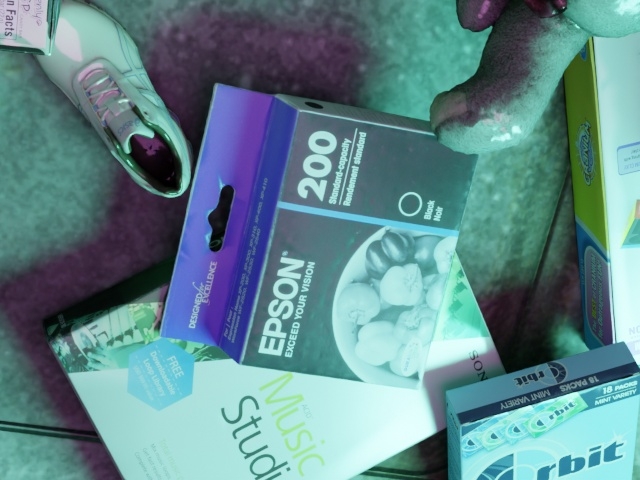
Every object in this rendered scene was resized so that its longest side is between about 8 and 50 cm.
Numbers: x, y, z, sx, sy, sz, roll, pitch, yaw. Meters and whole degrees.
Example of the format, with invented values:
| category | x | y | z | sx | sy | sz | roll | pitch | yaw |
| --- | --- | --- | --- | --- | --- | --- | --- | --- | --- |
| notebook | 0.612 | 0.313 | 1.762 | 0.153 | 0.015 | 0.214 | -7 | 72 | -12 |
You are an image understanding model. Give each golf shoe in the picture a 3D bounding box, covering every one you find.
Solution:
| category | x | y | z | sx | sy | sz | roll | pitch | yaw |
| --- | --- | --- | --- | --- | --- | --- | --- | --- | --- |
| golf shoe | -0.148 | -0.104 | 1.221 | 0.069 | 0.086 | 0.176 | -39 | 113 | 2 |

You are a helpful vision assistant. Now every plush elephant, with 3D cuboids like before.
| category | x | y | z | sx | sy | sz | roll | pitch | yaw |
| --- | --- | --- | --- | --- | --- | --- | --- | --- | --- |
| plush elephant | 0.179 | -0.265 | 1.160 | 0.255 | 0.271 | 0.330 | 45 | 55 | -33 |

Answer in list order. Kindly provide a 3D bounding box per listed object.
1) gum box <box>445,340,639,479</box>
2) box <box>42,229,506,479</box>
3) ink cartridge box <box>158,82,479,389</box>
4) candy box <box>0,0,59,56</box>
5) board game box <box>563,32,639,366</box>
| category | x | y | z | sx | sy | sz | roll | pitch | yaw |
| --- | --- | --- | --- | --- | --- | --- | --- | --- | --- |
| gum box | 0.185 | 0.176 | 1.398 | 0.157 | 0.041 | 0.184 | -15 | 137 | -8 |
| box | -0.028 | 0.094 | 1.339 | 0.322 | 0.058 | 0.232 | -28 | 114 | -7 |
| ink cartridge box | 0.000 | 0.000 | 1.263 | 0.208 | 0.045 | 0.206 | 9 | 104 | -16 |
| candy box | -0.287 | -0.181 | 1.097 | 0.233 | 0.159 | 0.071 | 5 | 108 | -9 |
| board game box | 0.329 | -0.068 | 1.382 | 0.242 | 0.064 | 0.317 | -12 | 112 | -12 |
